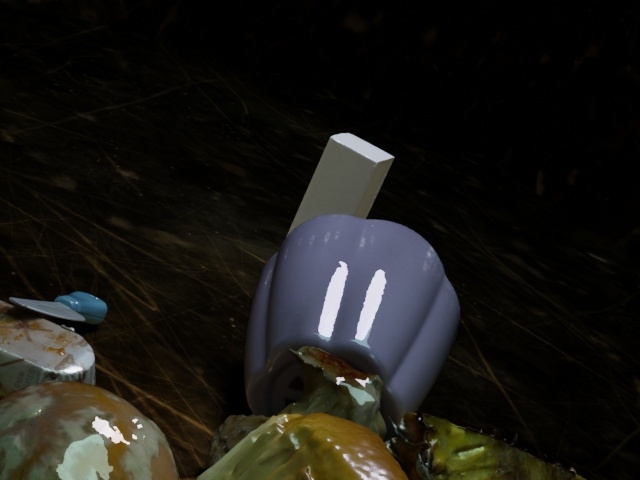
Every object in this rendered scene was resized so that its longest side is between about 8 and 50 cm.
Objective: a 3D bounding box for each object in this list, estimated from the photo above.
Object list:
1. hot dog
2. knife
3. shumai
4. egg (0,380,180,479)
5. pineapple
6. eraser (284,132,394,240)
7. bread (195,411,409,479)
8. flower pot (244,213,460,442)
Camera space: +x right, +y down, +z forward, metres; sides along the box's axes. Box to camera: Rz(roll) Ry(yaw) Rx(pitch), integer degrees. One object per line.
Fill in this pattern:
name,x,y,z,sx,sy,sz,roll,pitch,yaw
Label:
hot dog,-0.355,0.109,1.278,0.253,0.069,0.131,23,26,5
knife,-0.297,0.079,1.383,0.058,0.032,0.244,30,0,6
shumai,-0.010,0.209,1.256,0.206,0.175,0.166,13,20,-24
egg,-0.208,0.210,0.964,0.195,0.194,0.233,12,25,-35
pineapple,0.180,0.308,1.341,0.335,0.158,0.161,20,-25,-34
eraser,0.001,0.000,1.678,0.078,0.298,0.076,29,18,15
bread,0.022,0.293,0.903,0.183,0.236,0.388,-25,41,-9
flower pot,0.025,0.137,1.433,0.265,0.265,0.243,24,31,-1
